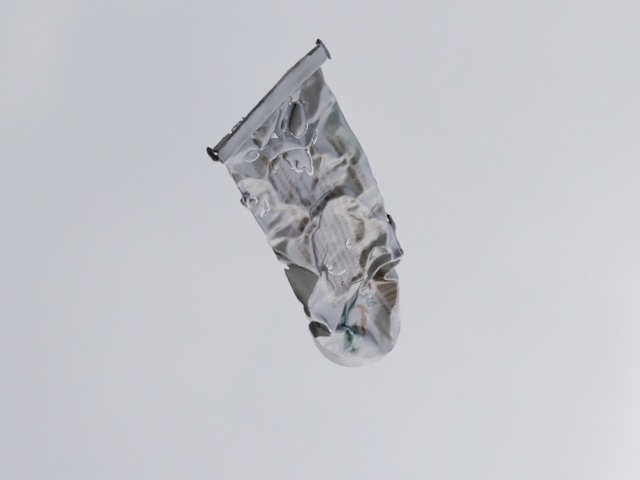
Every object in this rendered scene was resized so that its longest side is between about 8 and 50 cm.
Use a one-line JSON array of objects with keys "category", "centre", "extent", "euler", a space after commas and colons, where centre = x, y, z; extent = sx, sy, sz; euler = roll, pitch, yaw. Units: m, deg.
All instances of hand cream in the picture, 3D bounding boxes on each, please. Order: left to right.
[{"category": "hand cream", "centre": [0.003, 0.002, 1.053], "extent": [0.050, 0.257, 0.084], "euler": [34, -111, 28]}]
